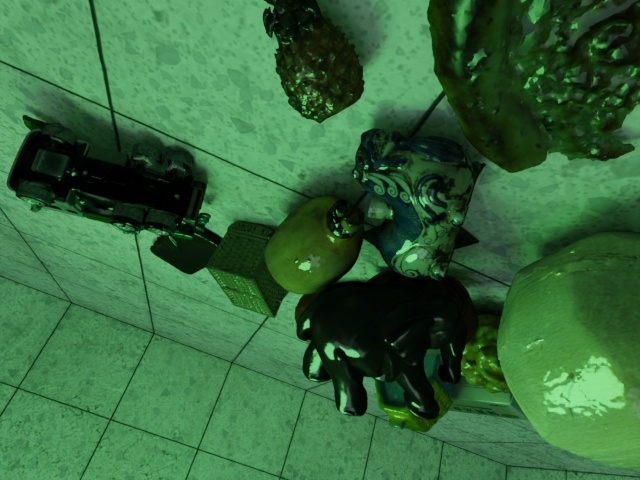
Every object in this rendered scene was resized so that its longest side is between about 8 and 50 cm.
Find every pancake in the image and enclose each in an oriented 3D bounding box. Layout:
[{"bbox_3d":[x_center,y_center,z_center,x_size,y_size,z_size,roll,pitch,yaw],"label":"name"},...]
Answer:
[{"bbox_3d":[0.258,-0.208,0.422,0.304,0.067,0.427,15,149,3],"label":"pancake"}]

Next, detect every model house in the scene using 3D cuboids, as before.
[{"bbox_3d":[0.275,0.410,1.245,0.215,0.303,0.237,6,150,34],"label":"model house"}]

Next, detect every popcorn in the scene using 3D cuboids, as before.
[{"bbox_3d":[0.396,0.251,1.015,0.265,0.192,0.233,26,180,-20],"label":"popcorn"}]

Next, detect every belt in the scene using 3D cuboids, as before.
[{"bbox_3d":[0.216,0.162,0.954,0.261,0.184,0.105,0,147,30],"label":"belt"}]

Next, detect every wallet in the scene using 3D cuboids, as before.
[{"bbox_3d":[-0.382,0.030,1.225,0.165,0.042,0.309,34,148,-28],"label":"wallet"}]

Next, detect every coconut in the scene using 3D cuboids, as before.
[{"bbox_3d":[0.462,0.169,0.672,0.346,0.347,0.360,24,149,-9],"label":"coconut"}]

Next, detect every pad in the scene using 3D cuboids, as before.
[{"bbox_3d":[0.196,-0.005,0.867,0.142,0.003,0.211,33,148,-24],"label":"pad"}]

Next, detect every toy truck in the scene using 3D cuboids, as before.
[{"bbox_3d":[-0.405,-0.096,0.861,0.363,0.177,0.178,14,162,-14],"label":"toy truck"}]

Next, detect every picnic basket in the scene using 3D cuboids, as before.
[{"bbox_3d":[-0.163,0.069,1.049,0.134,0.154,0.196,13,147,22],"label":"picnic basket"}]

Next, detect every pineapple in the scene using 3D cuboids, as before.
[{"bbox_3d":[-0.021,-0.245,0.500,0.108,0.108,0.198,-4,130,35],"label":"pineapple"}]

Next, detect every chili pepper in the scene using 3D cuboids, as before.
[{"bbox_3d":[-0.556,-0.189,0.935,0.088,0.059,0.227,-10,139,31],"label":"chili pepper"}]

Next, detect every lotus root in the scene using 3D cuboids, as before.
[{"bbox_3d":[0.000,0.000,0.808,0.182,0.183,0.310,27,150,-14],"label":"lotus root"}]

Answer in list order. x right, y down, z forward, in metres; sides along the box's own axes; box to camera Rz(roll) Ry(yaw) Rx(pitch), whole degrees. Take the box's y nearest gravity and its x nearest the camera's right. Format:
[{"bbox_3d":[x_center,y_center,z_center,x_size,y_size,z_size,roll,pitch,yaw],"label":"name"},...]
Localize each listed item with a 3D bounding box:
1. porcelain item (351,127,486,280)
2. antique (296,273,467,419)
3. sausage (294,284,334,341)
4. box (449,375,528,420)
[{"bbox_3d":[0.144,-0.049,0.688,0.186,0.138,0.288,18,149,16],"label":"porcelain item"},{"bbox_3d":[0.113,0.189,0.793,0.321,0.185,0.255,3,115,3],"label":"antique"},{"bbox_3d":[0.039,0.206,1.164,0.268,0.153,0.141,-13,117,43],"label":"sausage"},{"bbox_3d":[0.496,0.467,1.356,0.332,0.145,0.173,-12,141,42],"label":"box"}]
